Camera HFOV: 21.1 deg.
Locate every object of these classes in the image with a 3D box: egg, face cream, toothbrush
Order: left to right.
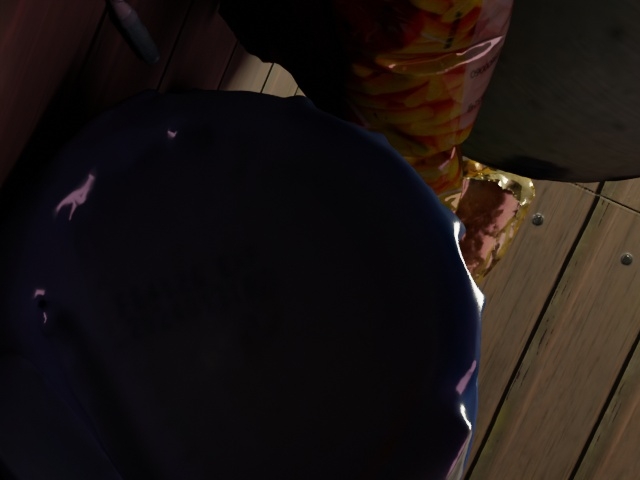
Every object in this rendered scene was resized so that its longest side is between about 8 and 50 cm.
[{"bbox_3d":[-0.093,-0.107,0.844,0.011,0.014,0.167,-48,173,-4],"label":"toothbrush"},{"bbox_3d":[-0.041,0.068,0.861,0.225,0.249,0.249,92,23,-76],"label":"face cream"},{"bbox_3d":[0.182,-0.209,1.114,0.345,0.345,0.428,-65,-159,-6],"label":"egg"}]

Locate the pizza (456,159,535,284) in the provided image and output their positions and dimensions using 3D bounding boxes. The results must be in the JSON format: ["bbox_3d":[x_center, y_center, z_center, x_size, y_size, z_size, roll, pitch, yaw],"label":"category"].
[{"bbox_3d":[0.000,0.000,1.311,0.336,0.226,0.086,-29,-158,-3],"label":"pizza"}]

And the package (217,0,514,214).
[{"bbox_3d":[0.029,-0.142,0.899,0.108,0.223,0.288,-22,154,-15],"label":"package"}]
